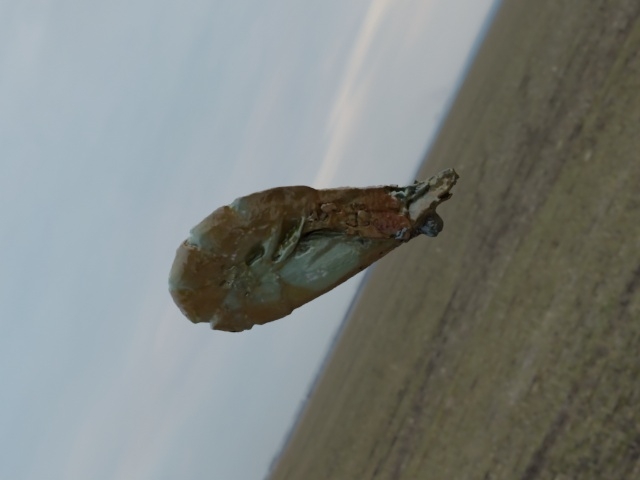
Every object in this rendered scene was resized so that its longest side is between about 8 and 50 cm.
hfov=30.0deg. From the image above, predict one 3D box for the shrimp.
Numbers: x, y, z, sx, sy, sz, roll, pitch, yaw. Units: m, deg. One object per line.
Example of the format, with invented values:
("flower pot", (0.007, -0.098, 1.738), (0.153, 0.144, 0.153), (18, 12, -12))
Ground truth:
("shrimp", (0.000, 0.000, 0.691), (0.043, 0.184, 0.091), (-124, 20, -48))
